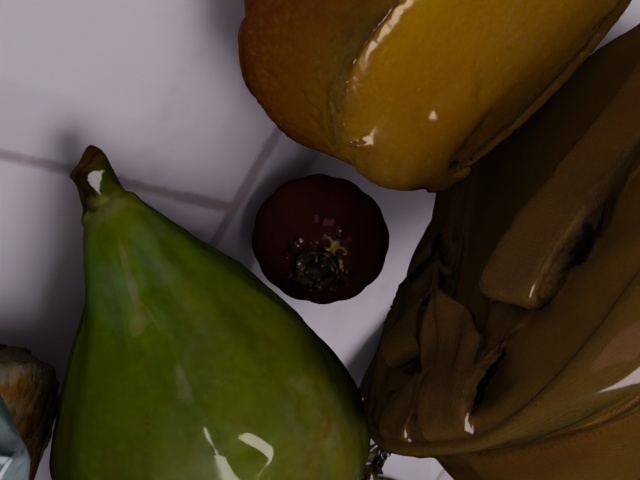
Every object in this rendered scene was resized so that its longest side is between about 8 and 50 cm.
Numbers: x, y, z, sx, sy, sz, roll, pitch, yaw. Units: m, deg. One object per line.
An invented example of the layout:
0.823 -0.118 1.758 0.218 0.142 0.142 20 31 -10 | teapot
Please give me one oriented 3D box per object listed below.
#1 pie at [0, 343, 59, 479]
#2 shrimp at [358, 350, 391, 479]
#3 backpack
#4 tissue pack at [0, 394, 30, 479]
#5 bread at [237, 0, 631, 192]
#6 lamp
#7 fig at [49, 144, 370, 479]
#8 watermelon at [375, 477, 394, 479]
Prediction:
-0.229 0.143 0.622 0.193 0.079 0.163 40 59 -79 | pie
0.111 0.158 0.969 0.290 0.054 0.222 -52 134 -9 | shrimp
0.180 0.017 0.670 0.378 0.201 0.353 -54 -171 -22 | backpack
-0.236 0.074 0.417 0.128 0.311 0.228 -8 128 -36 | tissue pack
0.075 -0.156 0.616 0.269 0.142 0.195 -40 142 -8 | bread
0.000 0.000 0.732 0.101 0.090 0.101 3 125 4 | lamp
-0.105 0.118 0.666 0.233 0.233 0.314 -46 131 2 | fig
0.056 0.353 1.064 0.303 0.128 0.159 23 108 -49 | watermelon
